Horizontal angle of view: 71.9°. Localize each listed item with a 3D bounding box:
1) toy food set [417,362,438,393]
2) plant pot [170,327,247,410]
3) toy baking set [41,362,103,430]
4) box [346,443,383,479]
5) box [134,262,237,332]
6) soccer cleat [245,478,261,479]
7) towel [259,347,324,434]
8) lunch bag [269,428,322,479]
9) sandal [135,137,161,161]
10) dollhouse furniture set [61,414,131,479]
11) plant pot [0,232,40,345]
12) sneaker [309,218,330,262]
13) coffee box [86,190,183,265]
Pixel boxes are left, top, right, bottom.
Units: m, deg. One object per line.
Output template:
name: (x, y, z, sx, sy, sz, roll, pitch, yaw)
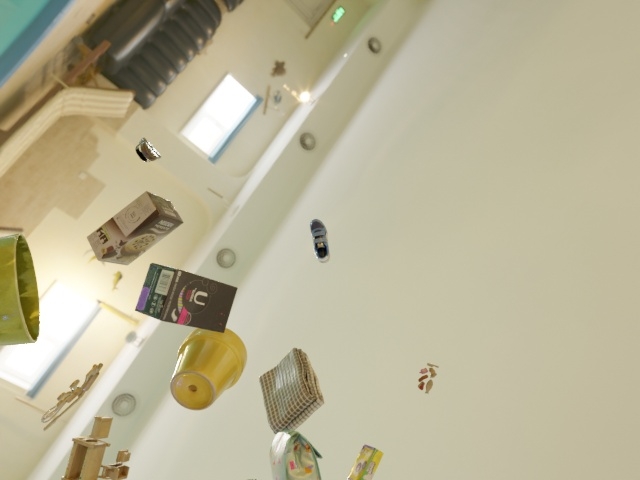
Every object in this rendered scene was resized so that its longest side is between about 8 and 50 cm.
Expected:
toy food set: (0.420, 0.544, 1.754, 0.122, 0.078, 0.019, -67, -162, 5)
plant pot: (-0.419, 0.471, 1.602, 0.254, 0.254, 0.239, -44, -173, 17)
toy baking set: (-0.854, 0.527, 1.514, 0.256, 0.030, 0.197, -53, 175, 16)
box: (0.143, 0.805, 1.529, 0.179, 0.043, 0.105, -59, -173, -24)
box: (-0.428, 0.190, 1.437, 0.143, 0.270, 0.165, 8, -102, 36)
soccer cleat: (-0.273, 0.776, 1.287, 0.318, 0.108, 0.116, -17, 176, 25)
towel: (-0.124, 0.596, 1.771, 0.235, 0.121, 0.283, -49, -146, 15)
lunch bag: (-0.087, 0.790, 1.530, 0.223, 0.160, 0.262, 129, -47, -64)
sandal: (-0.591, -0.295, 1.499, 0.060, 0.090, 0.219, -38, -154, -4)
dollhouse furniture set: (-0.634, 0.599, 1.290, 0.101, 0.161, 0.181, 3, -105, 26)
plant pot: (-0.852, 0.137, 1.031, 0.275, 0.294, 0.274, 31, -55, 59)
sneaker: (0.000, 0.000, 1.395, 0.053, 0.144, 0.059, -15, 175, 6)
coffee box: (-0.704, -0.041, 1.690, 0.297, 0.118, 0.168, -36, 164, 7)
